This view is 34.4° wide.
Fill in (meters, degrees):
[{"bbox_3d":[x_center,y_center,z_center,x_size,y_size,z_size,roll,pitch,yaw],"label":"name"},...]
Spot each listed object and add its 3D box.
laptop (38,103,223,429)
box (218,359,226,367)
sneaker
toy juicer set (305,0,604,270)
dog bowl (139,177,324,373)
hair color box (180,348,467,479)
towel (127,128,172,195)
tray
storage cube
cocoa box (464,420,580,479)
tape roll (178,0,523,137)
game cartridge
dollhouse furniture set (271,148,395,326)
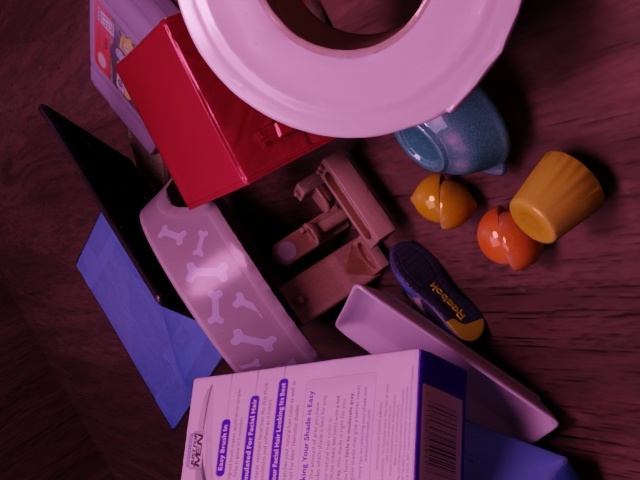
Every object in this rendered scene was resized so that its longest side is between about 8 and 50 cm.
[{"bbox_3d":[-0.325,0.059,1.626,0.382,0.236,0.408,54,-174,24],"label":"laptop"},{"bbox_3d":[-0.264,0.086,1.837,0.290,0.087,0.169,43,149,28],"label":"box"},{"bbox_3d":[0.126,0.066,1.202,0.144,0.053,0.059,53,155,12],"label":"sneaker"},{"bbox_3d":[0.118,-0.105,1.013,0.329,0.089,0.209,42,163,12],"label":"toy juicer set"},{"bbox_3d":[-0.117,0.060,1.393,0.349,0.102,0.349,55,180,0],"label":"dog bowl"},{"bbox_3d":[-0.003,0.240,1.171,0.339,0.185,0.110,-12,153,36],"label":"hair color box"},{"bbox_3d":[-0.276,-0.126,1.704,0.110,0.027,0.148,36,145,39],"label":"towel"},{"bbox_3d":[0.144,0.143,1.197,0.270,0.030,0.145,34,156,7],"label":"tray"},{"bbox_3d":[-0.088,-0.170,1.173,0.193,0.184,0.215,63,154,-5],"label":"storage cube"},{"bbox_3d":[0.151,0.365,1.245,0.347,0.228,0.231,10,138,56],"label":"cocoa box"},{"bbox_3d":[0.028,-0.228,0.832,0.286,0.100,0.286,4,110,12],"label":"tape roll"},{"bbox_3d":[-0.266,-0.264,1.515,0.196,0.060,0.294,45,150,18],"label":"game cartridge"},{"bbox_3d":[0.000,0.000,1.233,0.144,0.123,0.151,56,165,5],"label":"dollhouse furniture set"}]
